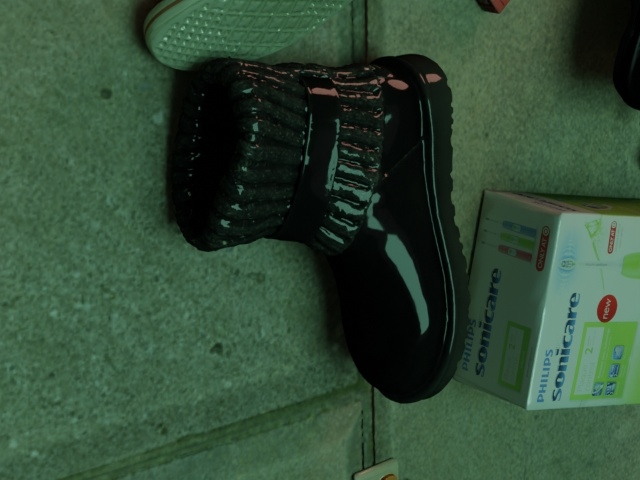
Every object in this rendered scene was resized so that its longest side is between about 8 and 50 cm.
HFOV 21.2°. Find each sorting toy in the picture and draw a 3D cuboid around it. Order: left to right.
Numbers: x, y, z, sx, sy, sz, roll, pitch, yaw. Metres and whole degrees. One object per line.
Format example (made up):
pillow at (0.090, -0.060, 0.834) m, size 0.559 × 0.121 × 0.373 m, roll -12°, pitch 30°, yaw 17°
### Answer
sorting toy at (0.070, 0.257, 1.761) m, size 0.083 × 0.012 × 0.062 m, roll -17°, pitch 113°, yaw -33°

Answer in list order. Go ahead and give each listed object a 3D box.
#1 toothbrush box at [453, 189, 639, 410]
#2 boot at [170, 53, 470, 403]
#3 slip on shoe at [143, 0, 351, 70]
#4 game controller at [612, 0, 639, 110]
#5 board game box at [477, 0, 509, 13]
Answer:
toothbrush box at (0.295, 0.062, 1.813) m, size 0.283 × 0.122 × 0.206 m, roll 3°, pitch 101°, yaw -37°
boot at (-0.003, -0.001, 1.548) m, size 0.260 × 0.131 × 0.348 m, roll -13°, pitch 101°, yaw -42°
slip on shoe at (-0.019, -0.260, 1.493) m, size 0.331 × 0.101 × 0.123 m, roll -37°, pitch 150°, yaw -10°
game controller at (0.427, -0.215, 1.800) m, size 0.319 × 0.067 × 0.166 m, roll -3°, pitch 105°, yaw -41°
board game box at (0.137, -0.364, 1.625) m, size 0.145 × 0.027 × 0.281 m, roll -54°, pitch 128°, yaw -15°
